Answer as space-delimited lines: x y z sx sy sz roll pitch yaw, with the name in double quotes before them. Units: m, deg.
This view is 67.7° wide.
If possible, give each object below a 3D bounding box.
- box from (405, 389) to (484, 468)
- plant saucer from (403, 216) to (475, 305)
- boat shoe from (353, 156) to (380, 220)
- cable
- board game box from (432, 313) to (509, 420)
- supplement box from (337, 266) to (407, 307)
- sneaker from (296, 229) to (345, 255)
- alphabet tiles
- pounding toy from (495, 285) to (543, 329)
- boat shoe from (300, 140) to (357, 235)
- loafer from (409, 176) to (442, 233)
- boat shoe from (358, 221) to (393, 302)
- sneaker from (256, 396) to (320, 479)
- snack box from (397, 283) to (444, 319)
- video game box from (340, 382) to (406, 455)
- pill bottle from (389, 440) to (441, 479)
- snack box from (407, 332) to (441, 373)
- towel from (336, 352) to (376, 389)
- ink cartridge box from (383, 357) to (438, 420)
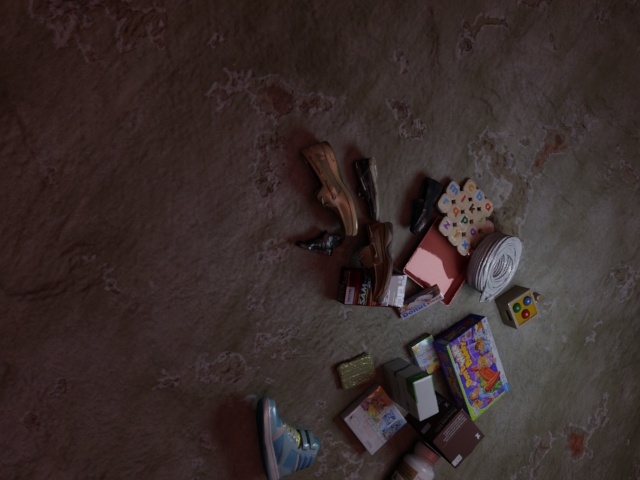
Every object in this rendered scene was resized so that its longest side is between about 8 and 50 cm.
"box" 0.474 0.716 1.834 0.168 0.203 0.167 -43 107 -12
"plant saucer" 0.465 0.081 1.853 0.258 0.048 0.259 37 82 -19
"boat shoe" 0.173 -0.181 1.718 0.079 0.084 0.232 -6 107 17
"cable" 0.684 0.093 1.874 0.257 0.089 0.257 -25 125 -30
"board game box" 0.607 0.504 1.909 0.233 0.078 0.347 -28 104 -25
"supplement box" 0.190 0.173 1.749 0.240 0.073 0.130 5 94 -19
"sneaker" 0.001 0.000 1.678 0.170 0.051 0.089 17 89 -25
"alphabet tiles" 0.566 -0.092 1.858 0.284 0.021 0.278 43 66 -16
"pounding toy" 0.863 0.282 1.991 0.206 0.094 0.181 -29 104 -15
"boat shoe" 0.030 -0.165 1.641 0.110 0.122 0.340 -22 92 -12
"loafer" 0.380 -0.131 1.790 0.078 0.076 0.223 28 81 -15
"boat shoe" 0.188 0.071 1.670 0.117 0.123 0.324 8 52 0
"sneaker" -0.109 0.669 1.664 0.208 0.127 0.318 -9 108 -17
"snack box" 0.378 0.234 1.818 0.178 0.022 0.064 -29 111 4
"video game box" 0.203 0.677 1.816 0.187 0.048 0.205 -37 106 -11
"pill bottle" 0.364 0.905 1.851 0.131 0.131 0.229 38 82 -19
"snack box" 0.413 0.449 1.874 0.100 0.037 0.141 -28 104 -17
"towel" 0.135 0.489 1.783 0.148 0.027 0.110 -18 102 -19
"ink cartridge box" 0.329 0.543 1.764 0.087 0.208 0.152 -17 101 -21
